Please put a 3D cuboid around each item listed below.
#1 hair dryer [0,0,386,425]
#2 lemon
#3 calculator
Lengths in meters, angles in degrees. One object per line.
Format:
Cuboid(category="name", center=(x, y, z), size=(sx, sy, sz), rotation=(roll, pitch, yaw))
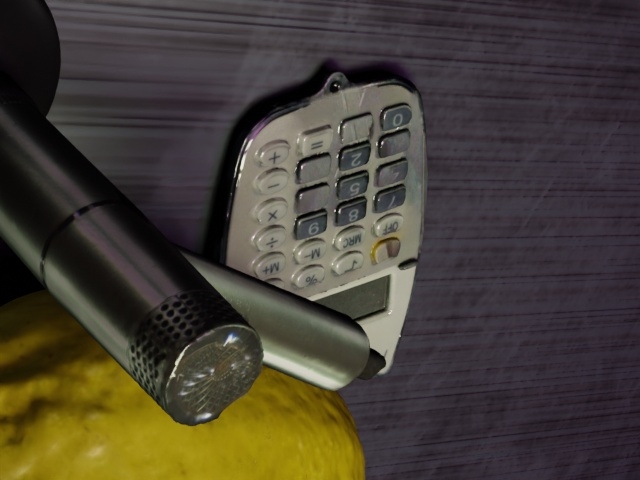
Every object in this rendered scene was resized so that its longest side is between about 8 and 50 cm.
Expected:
Cuboid(category="hair dryer", center=(-0.114, 0.015, 1.109), size=(0.156, 0.320, 0.284), rotation=(-44, 150, -4))
Cuboid(category="lemon", center=(-0.120, 0.161, 1.233), size=(0.316, 0.285, 0.285), rotation=(-27, 140, -52))
Cuboid(category="calculator", center=(0.000, 0.000, 1.386), size=(0.177, 0.040, 0.268), rotation=(-17, 131, -32))
